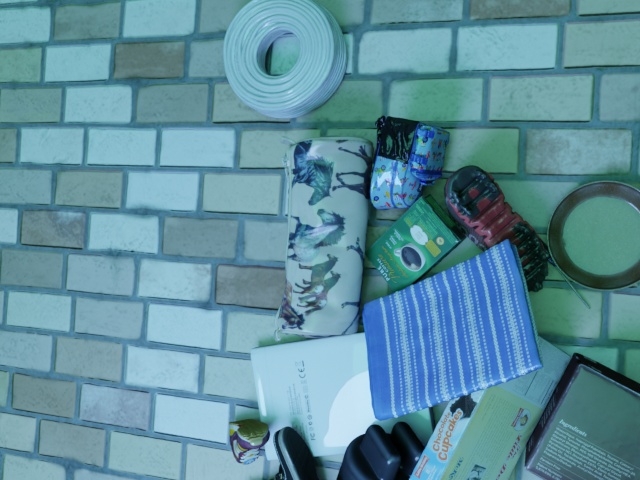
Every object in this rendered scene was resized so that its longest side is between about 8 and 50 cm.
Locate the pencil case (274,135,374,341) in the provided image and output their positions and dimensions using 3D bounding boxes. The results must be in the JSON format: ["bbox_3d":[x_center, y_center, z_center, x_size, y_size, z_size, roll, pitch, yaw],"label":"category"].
[{"bbox_3d":[0.000,0.000,1.329,0.183,0.160,0.411,4,90,3],"label":"pencil case"}]

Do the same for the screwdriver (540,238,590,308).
[{"bbox_3d":[0.447,0.056,1.256,0.025,0.024,0.170,-39,82,-16],"label":"screwdriver"}]

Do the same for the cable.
[{"bbox_3d":[-0.077,-0.387,1.407,0.257,0.089,0.257,-14,84,18],"label":"cable"}]

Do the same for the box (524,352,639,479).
[{"bbox_3d":[0.470,0.326,1.157,0.167,0.168,0.203,28,97,18],"label":"box"}]

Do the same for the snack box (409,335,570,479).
[{"bbox_3d":[0.301,0.306,1.183,0.060,0.187,0.322,24,85,53],"label":"snack box"}]

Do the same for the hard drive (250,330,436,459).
[{"bbox_3d":[0.042,0.309,1.366,0.352,0.047,0.233,-11,85,18],"label":"hard drive"}]

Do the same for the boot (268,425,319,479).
[{"bbox_3d":[-0.094,0.491,1.358,0.178,0.085,0.237,-15,108,20],"label":"boot"}]

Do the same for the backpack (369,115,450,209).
[{"bbox_3d":[0.163,-0.136,1.283,0.116,0.158,0.174,15,95,25],"label":"backpack"}]

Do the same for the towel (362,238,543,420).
[{"bbox_3d":[0.213,0.161,1.192,0.336,0.040,0.243,-29,47,34],"label":"towel"}]

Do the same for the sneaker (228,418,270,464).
[{"bbox_3d":[-0.141,0.413,1.368,0.069,0.185,0.084,-6,86,-16],"label":"sneaker"}]

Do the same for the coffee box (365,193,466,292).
[{"bbox_3d":[0.178,0.010,1.300,0.113,0.040,0.184,51,127,14],"label":"coffee box"}]

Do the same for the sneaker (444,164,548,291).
[{"bbox_3d":[0.321,-0.024,1.260,0.097,0.135,0.276,-39,100,1],"label":"sneaker"}]

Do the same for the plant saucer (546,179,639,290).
[{"bbox_3d":[0.513,-0.008,1.224,0.198,0.036,0.199,-1,87,18],"label":"plant saucer"}]

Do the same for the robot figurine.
[{"bbox_3d":[0.110,0.473,1.248,0.209,0.173,0.278,19,113,10],"label":"robot figurine"}]
